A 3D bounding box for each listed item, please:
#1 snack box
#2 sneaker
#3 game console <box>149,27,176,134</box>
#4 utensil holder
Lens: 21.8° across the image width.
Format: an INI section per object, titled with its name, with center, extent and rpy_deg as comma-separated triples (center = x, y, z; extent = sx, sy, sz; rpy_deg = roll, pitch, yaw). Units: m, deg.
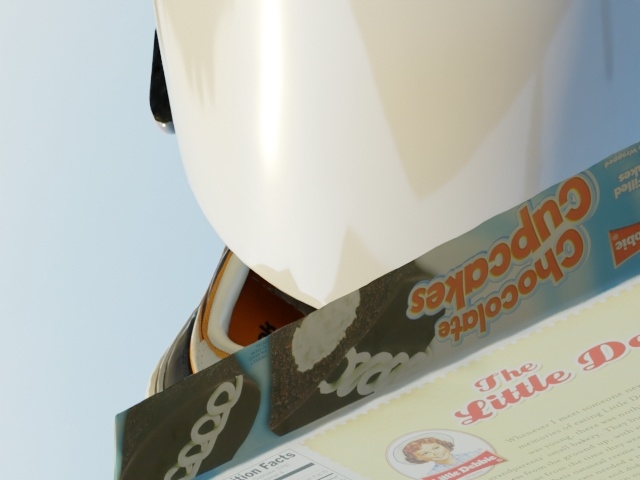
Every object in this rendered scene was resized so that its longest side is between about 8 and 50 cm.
[snack box]
center = 0.087, 0.071, 0.697
extent = 0.322, 0.187, 0.060
rpy_deg = -29, -132, 33
[sneaker]
center = 0.000, 0.000, 1.075
extent = 0.127, 0.126, 0.321
rpy_deg = -38, -155, 50
[game console]
center = 0.006, -0.293, 1.246
extent = 0.386, 0.060, 0.342
rpy_deg = -34, -136, 40
[utensil holder]
center = 0.063, -0.182, 0.830
extent = 0.385, 0.328, 0.327
rpy_deg = 90, 23, -55
